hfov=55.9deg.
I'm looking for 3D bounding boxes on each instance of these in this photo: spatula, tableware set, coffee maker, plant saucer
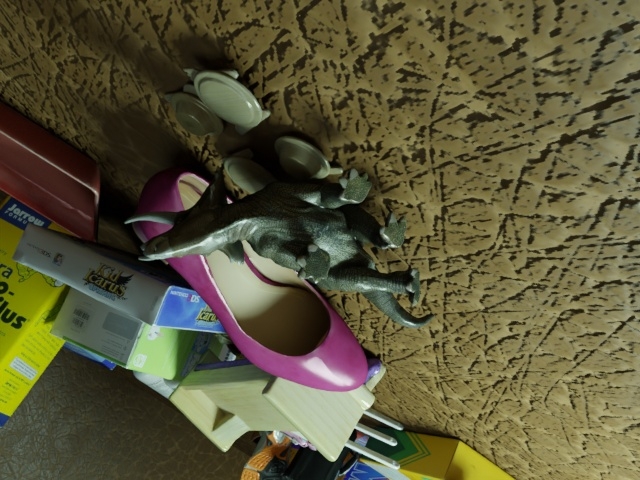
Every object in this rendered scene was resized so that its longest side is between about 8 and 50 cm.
[{"bbox_3d":[0.040,0.336,1.119,0.242,0.019,0.168,26,-161,2],"label":"spatula"},{"bbox_3d":[-0.068,-0.092,0.548,0.141,0.020,0.169,0,143,50],"label":"tableware set"},{"bbox_3d":[-0.006,0.473,1.328,0.120,0.178,0.171,10,139,32],"label":"coffee maker"},{"bbox_3d":[-0.417,-0.110,0.855,0.258,0.047,0.259,33,156,-8],"label":"plant saucer"}]

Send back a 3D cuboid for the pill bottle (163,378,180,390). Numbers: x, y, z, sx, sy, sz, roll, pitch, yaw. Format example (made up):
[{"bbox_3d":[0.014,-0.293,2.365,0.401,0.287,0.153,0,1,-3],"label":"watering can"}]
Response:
[{"bbox_3d":[-0.258,0.347,1.451,0.130,0.130,0.245,10,148,37],"label":"pill bottle"}]

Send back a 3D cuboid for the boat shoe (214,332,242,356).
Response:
[{"bbox_3d":[-0.158,0.159,1.070,0.063,0.059,0.170,17,153,25],"label":"boat shoe"}]

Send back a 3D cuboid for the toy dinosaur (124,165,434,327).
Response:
[{"bbox_3d":[0.000,0.000,0.567,0.314,0.121,0.160,17,177,-39],"label":"toy dinosaur"}]

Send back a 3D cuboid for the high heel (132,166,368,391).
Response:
[{"bbox_3d":[-0.060,0.065,0.708,0.377,0.127,0.181,37,157,-16],"label":"high heel"}]

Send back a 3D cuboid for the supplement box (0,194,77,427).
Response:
[{"bbox_3d":[-0.588,0.132,1.125,0.194,0.356,0.195,28,155,3],"label":"supplement box"}]

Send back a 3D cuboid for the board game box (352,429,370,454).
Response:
[{"bbox_3d":[0.071,0.488,1.487,0.281,0.027,0.145,18,154,23],"label":"board game box"}]

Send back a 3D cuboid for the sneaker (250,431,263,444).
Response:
[{"bbox_3d":[-0.070,0.596,1.733,0.290,0.123,0.106,13,148,30],"label":"sneaker"}]

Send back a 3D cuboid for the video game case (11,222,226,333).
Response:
[{"bbox_3d":[-0.258,0.064,0.890,0.244,0.061,0.269,19,175,20],"label":"video game case"}]

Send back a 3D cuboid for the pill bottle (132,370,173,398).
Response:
[{"bbox_3d":[-0.403,0.315,1.542,0.131,0.131,0.229,-1,142,48],"label":"pill bottle"}]

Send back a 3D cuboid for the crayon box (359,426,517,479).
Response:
[{"bbox_3d":[0.251,0.460,1.176,0.203,0.083,0.323,38,155,-18],"label":"crayon box"}]

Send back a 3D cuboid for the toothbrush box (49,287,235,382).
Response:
[{"bbox_3d":[-0.317,0.180,1.137,0.206,0.122,0.283,14,167,29],"label":"toothbrush box"}]

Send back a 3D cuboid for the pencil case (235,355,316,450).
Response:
[{"bbox_3d":[-0.112,0.331,1.277,0.284,0.124,0.124,22,154,17],"label":"pencil case"}]

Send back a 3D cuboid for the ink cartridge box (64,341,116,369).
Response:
[{"bbox_3d":[-0.642,0.171,1.513,0.270,0.151,0.395,16,154,27],"label":"ink cartridge box"}]

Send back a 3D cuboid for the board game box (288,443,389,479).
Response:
[{"bbox_3d":[0.013,0.760,1.482,0.356,0.356,0.356,11,111,27],"label":"board game box"}]

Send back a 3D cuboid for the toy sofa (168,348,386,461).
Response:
[{"bbox_3d":[-0.080,0.231,0.975,0.150,0.177,0.362,48,145,-15],"label":"toy sofa"}]

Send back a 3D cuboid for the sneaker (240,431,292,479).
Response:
[{"bbox_3d":[-0.103,0.474,1.399,0.099,0.262,0.121,23,-172,3],"label":"sneaker"}]
